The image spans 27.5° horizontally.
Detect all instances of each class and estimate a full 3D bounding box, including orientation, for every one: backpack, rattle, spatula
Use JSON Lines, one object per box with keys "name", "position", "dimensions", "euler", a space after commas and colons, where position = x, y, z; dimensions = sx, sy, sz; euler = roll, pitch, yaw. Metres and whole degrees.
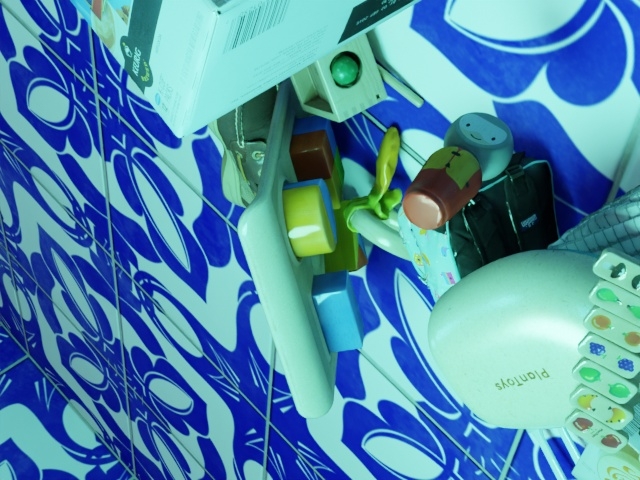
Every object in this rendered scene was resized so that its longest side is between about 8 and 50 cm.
{"name": "backpack", "position": [0.186, 0.009, 1.474], "dimensions": [0.144, 0.166, 0.188], "euler": [9, 125, 58]}
{"name": "rattle", "position": [0.142, -0.029, 1.660], "dimensions": [0.199, 0.143, 0.130], "euler": [31, 180, 14]}
{"name": "spatula", "position": [0.318, 0.261, 1.666], "dimensions": [0.242, 0.019, 0.168], "euler": [63, 152, 11]}

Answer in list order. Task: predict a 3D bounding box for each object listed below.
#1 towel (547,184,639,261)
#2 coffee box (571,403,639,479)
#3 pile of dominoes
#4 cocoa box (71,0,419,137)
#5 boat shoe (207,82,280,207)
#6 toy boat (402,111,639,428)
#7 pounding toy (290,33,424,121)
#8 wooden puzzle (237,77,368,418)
{"name": "towel", "position": [0.375, 0.042, 1.253], "dimensions": [0.235, 0.121, 0.283], "euler": [57, 155, 1]}
{"name": "coffee box", "position": [0.420, 0.292, 1.476], "dimensions": [0.246, 0.098, 0.141], "euler": [44, 151, 22]}
{"name": "pile of dominoes", "position": [0.316, 0.126, 1.134], "dimensions": [0.195, 0.040, 0.251], "euler": [11, 130, 11]}
{"name": "cocoa box", "position": [-0.057, -0.314, 1.309], "dimensions": [0.228, 0.347, 0.231], "euler": [51, 154, 12]}
{"name": "boat shoe", "position": [-0.072, -0.136, 1.811], "dimensions": [0.123, 0.123, 0.342], "euler": [36, 152, 21]}
{"name": "toy boat", "position": [0.199, 0.033, 1.259], "dimensions": [0.267, 0.148, 0.318], "euler": [-17, 112, 45]}
{"name": "pounding toy", "position": [0.033, -0.209, 1.586], "dimensions": [0.141, 0.100, 0.130], "euler": [28, 143, 61]}
{"name": "wooden puzzle", "position": [0.000, 0.000, 1.675], "dimensions": [0.080, 0.348, 0.322], "euler": [-7, 123, 15]}
